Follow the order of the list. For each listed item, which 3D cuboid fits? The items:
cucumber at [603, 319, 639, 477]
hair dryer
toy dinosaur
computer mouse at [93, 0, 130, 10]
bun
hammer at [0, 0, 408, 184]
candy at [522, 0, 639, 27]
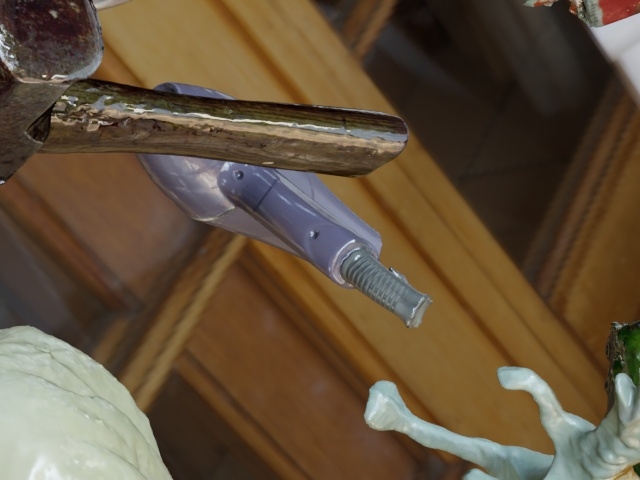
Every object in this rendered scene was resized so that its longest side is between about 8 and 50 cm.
[{"bbox_3d":[0.312,0.226,1.478,0.105,0.325,0.145,-7,2,-35],"label":"cucumber"},{"bbox_3d":[0.000,0.000,1.484,0.121,0.301,0.361,-53,38,4],"label":"hair dryer"},{"bbox_3d":[0.124,0.185,1.085,0.205,0.393,0.092,13,51,15],"label":"toy dinosaur"},{"bbox_3d":[-0.277,-0.290,1.757,0.389,0.115,0.199,-24,20,-3],"label":"computer mouse"},{"bbox_3d":[-0.218,0.224,1.089,0.349,0.227,0.352,44,123,51],"label":"bun"},{"bbox_3d":[-0.115,-0.085,1.152,0.242,0.409,0.095,-37,61,45],"label":"hammer"},{"bbox_3d":[0.381,-0.309,1.908,0.292,0.086,0.059,-17,56,10],"label":"candy"}]
